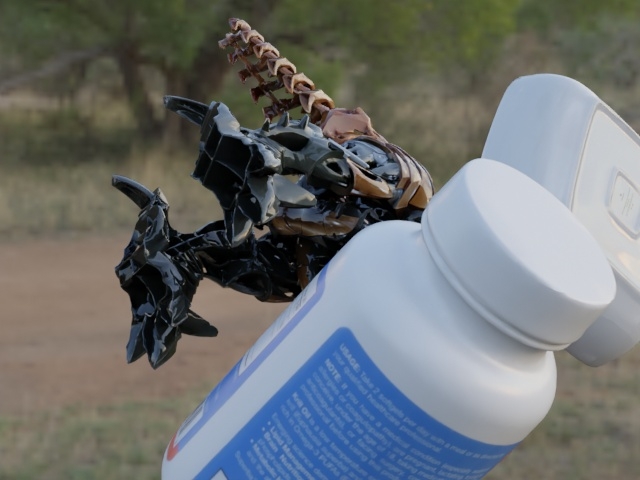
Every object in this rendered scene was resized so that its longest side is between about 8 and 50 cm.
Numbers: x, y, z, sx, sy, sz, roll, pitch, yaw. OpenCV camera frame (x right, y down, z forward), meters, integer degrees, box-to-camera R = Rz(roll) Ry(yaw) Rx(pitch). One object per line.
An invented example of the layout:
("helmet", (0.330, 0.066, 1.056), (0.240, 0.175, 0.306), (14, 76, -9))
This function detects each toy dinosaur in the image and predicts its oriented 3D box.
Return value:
("toy dinosaur", (0.000, 0.000, 1.012), (0.218, 0.164, 0.322), (2, 28, -36))

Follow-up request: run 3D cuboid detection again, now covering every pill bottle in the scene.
("pill bottle", (0.033, 0.070, 0.807), (0.124, 0.221, 0.124), (32, 29, -20))

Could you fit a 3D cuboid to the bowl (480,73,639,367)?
("bowl", (0.152, -0.016, 0.962), (0.053, 0.142, 0.142), (-16, -47, 44))
